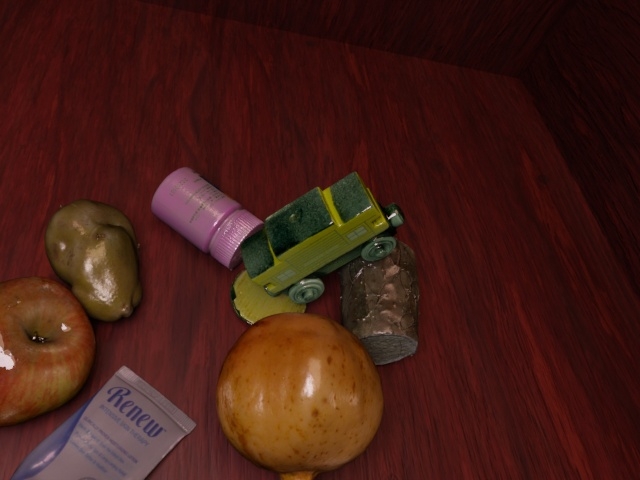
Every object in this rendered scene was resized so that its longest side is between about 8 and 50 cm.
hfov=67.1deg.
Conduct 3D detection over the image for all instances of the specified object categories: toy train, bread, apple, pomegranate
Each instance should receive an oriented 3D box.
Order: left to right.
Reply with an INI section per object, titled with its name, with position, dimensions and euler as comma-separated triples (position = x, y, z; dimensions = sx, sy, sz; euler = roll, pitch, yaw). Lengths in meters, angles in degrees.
[apple]
position = -0.645, 0.244, 1.034
dimensions = 0.301, 0.302, 0.302
euler = 10, 53, -13
[bread]
position = -0.149, 0.164, 1.400
dimensions = 0.228, 0.034, 0.229
euler = 9, 52, -12
[pomegranate]
position = -0.046, 0.370, 1.089
dimensions = 0.409, 0.410, 0.411
euler = 10, 53, -13
[toy train]
position = 0.000, 0.000, 1.278
dimensions = 0.441, 0.272, 0.179
euler = -31, 54, 12

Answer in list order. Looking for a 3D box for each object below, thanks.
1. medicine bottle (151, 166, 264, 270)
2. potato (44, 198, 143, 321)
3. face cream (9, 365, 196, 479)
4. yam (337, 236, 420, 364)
[medicine bottle]
position = -0.325, -0.066, 1.407
dimensions = 0.290, 0.178, 0.178
euler = 35, 52, 7
[potato]
position = -0.564, 0.051, 1.225
dimensions = 0.202, 0.218, 0.351
euler = -36, 72, 5
[face cream]
position = -0.487, 0.477, 1.021
dimensions = 0.234, 0.137, 0.420
euler = 34, 40, 8
[yam]
position = 0.163, 0.164, 1.393
dimensions = 0.240, 0.241, 0.349
euler = 10, 56, -13
